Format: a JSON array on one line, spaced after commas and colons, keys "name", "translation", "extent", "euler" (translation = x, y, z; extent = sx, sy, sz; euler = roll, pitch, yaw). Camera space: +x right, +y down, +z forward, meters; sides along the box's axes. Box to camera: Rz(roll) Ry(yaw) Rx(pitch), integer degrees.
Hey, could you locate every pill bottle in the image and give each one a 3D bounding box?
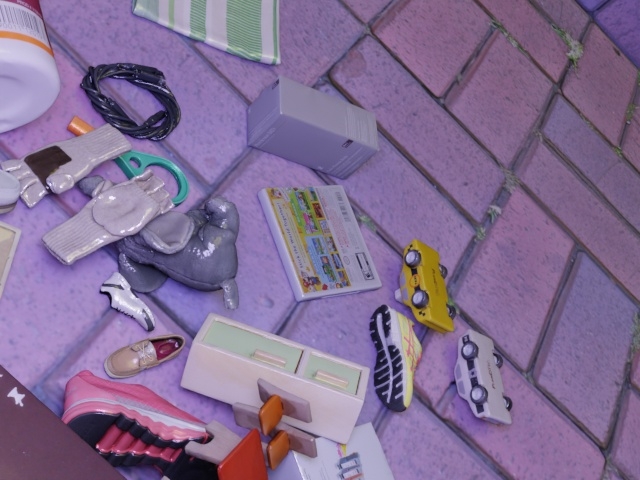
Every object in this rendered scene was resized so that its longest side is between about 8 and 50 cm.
[{"name": "pill bottle", "translation": [-0.548, -0.376, 1.367], "extent": [0.224, 0.224, 0.392], "euler": [-3, 65, -41]}]

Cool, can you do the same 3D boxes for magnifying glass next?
[{"name": "magnifying glass", "translation": [-0.325, -0.136, 1.539], "extent": [0.231, 0.026, 0.092], "euler": [33, 47, -17]}]

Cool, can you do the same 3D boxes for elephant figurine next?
[{"name": "elephant figurine", "translation": [-0.259, 0.001, 1.437], "extent": [0.239, 0.186, 0.169], "euler": [3, 104, -27]}]

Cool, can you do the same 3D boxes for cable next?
[{"name": "cable", "translation": [-0.337, -0.246, 1.593], "extent": [0.184, 0.047, 0.151], "euler": [3, 66, -41]}]

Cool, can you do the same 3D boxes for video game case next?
[{"name": "video game case", "translation": [0.000, 0.000, 1.719], "extent": [0.206, 0.026, 0.227], "euler": [-5, 68, -42]}]

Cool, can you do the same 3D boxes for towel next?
[{"name": "towel", "translation": [-0.224, -0.498, 1.850], "extent": [0.325, 0.038, 0.248], "euler": [18, 54, -31]}]

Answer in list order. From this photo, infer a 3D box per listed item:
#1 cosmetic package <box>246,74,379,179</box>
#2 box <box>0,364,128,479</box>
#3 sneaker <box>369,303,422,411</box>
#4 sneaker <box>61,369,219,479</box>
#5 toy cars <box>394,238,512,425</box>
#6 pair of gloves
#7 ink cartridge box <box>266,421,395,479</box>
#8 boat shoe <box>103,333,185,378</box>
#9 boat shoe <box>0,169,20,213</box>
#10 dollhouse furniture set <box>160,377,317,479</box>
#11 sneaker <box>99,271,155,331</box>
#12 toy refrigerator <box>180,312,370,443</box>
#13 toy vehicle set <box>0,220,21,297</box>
[{"name": "cosmetic package", "translation": [-0.016, -0.219, 1.777], "extent": [0.238, 0.127, 0.107], "euler": [13, 56, -31]}, {"name": "box", "translation": [-0.421, 0.283, 1.106], "extent": [0.381, 0.143, 0.191], "euler": [45, 43, -9]}, {"name": "sneaker", "translation": [0.153, 0.218, 1.663], "extent": [0.094, 0.081, 0.208], "euler": [21, 51, -31]}, {"name": "sneaker", "translation": [-0.229, 0.265, 1.297], "extent": [0.314, 0.116, 0.136], "euler": [31, 17, -34]}, {"name": "toy cars", "translation": [0.248, 0.188, 1.761], "extent": [0.394, 0.087, 0.176], "euler": [59, 32, 1]}, {"name": "pair of gloves", "translation": [-0.356, -0.083, 1.385], "extent": [0.204, 0.042, 0.240], "euler": [-28, 57, -23]}, {"name": "ink cartridge box", "translation": [0.006, 0.376, 1.403], "extent": [0.176, 0.128, 0.127], "euler": [-5, 66, -42]}, {"name": "boat shoe", "translation": [-0.265, 0.170, 1.373], "extent": [0.135, 0.045, 0.050], "euler": [-20, 76, -45]}, {"name": "boat shoe", "translation": [-0.548, -0.123, 1.247], "extent": [0.302, 0.103, 0.113], "euler": [20, 17, -40]}, {"name": "dollhouse furniture set", "translation": [-0.094, 0.366, 1.218], "extent": [0.135, 0.259, 0.262], "euler": [18, 43, 30]}, {"name": "sneaker", "translation": [-0.300, 0.102, 1.401], "extent": [0.044, 0.040, 0.109], "euler": [-40, 88, -30]}, {"name": "toy refrigerator", "translation": [-0.066, 0.207, 1.388], "extent": [0.269, 0.094, 0.102], "euler": [20, 24, 2]}, {"name": "toy vehicle set", "translation": [-0.562, 0.008, 1.240], "extent": [0.267, 0.035, 0.166], "euler": [25, 49, -25]}]
